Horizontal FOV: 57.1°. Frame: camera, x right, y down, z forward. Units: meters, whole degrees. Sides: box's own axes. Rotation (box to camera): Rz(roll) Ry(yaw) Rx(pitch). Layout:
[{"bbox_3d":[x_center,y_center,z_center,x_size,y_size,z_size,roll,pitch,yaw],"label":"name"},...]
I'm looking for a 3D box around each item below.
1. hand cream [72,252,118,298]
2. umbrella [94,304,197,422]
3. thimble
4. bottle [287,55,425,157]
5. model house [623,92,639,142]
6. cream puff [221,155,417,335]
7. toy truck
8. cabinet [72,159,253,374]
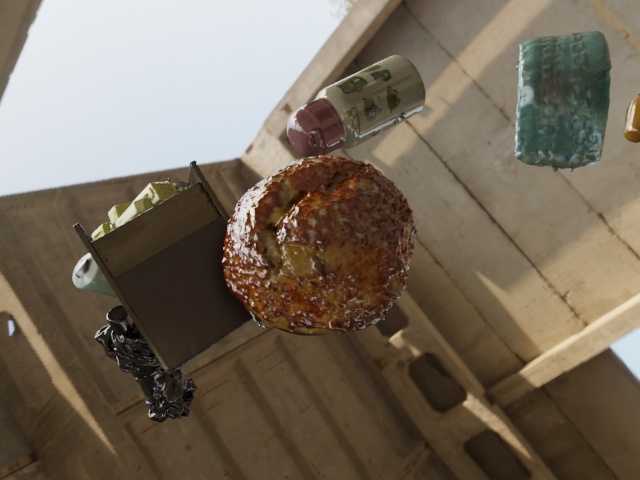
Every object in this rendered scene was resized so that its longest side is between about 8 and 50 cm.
[{"bbox_3d":[-0.328,0.101,1.136,0.320,0.109,0.067,32,-130,-50],"label":"hand cream"},{"bbox_3d":[-0.316,0.222,1.069,0.122,0.272,0.110,26,-123,40],"label":"umbrella"},{"bbox_3d":[0.410,-0.234,1.011,0.198,0.143,0.235,9,-98,-72],"label":"thimble"},{"bbox_3d":[0.057,-0.231,1.047,0.253,0.120,0.120,-29,-107,-19],"label":"bottle"},{"bbox_3d":[0.493,-0.162,0.692,0.301,0.271,0.190,-31,-108,-15],"label":"model house"},{"bbox_3d":[-0.001,0.000,0.688,0.240,0.164,0.240,2,-122,-4],"label":"cream puff"},{"bbox_3d":[-0.362,-0.018,1.188,0.157,0.272,0.124,-1,-114,-49],"label":"toy truck"},{"bbox_3d":[-0.192,0.037,0.805,0.175,0.148,0.215,-33,-88,-16],"label":"cabinet"}]
